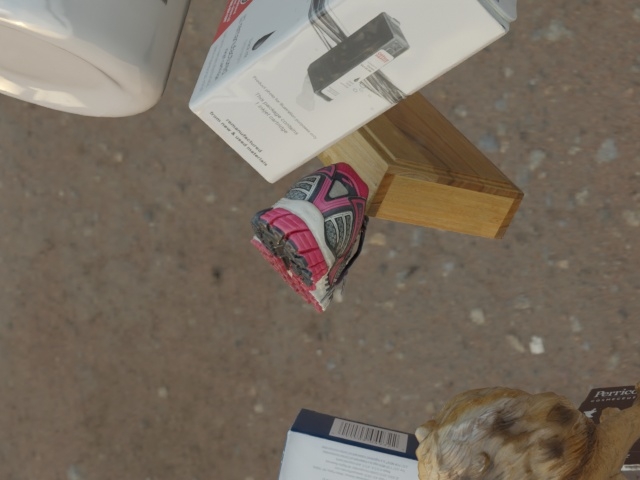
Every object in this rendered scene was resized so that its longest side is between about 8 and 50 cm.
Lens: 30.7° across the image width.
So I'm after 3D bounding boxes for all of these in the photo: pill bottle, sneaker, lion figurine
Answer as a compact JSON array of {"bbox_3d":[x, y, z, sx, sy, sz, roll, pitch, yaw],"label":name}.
[{"bbox_3d":[-0.101,-0.181,0.506,0.131,0.131,0.229,5,75,43],"label":"pill bottle"},{"bbox_3d":[0.000,0.000,1.294,0.112,0.299,0.121,-43,87,-9],"label":"sneaker"},{"bbox_3d":[0.272,0.287,1.098,0.392,0.240,0.142,54,146,11],"label":"lion figurine"}]

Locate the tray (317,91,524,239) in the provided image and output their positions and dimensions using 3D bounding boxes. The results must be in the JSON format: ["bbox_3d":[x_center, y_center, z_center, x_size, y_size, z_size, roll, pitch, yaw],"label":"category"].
[{"bbox_3d":[0.068,-0.152,1.492,0.076,0.202,0.411,-65,35,24],"label":"tray"}]

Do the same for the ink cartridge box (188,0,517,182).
[{"bbox_3d":[0.032,-0.203,1.026,0.273,0.114,0.197,-30,31,32],"label":"ink cartridge box"}]

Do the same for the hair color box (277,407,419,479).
[{"bbox_3d":[0.019,0.379,1.292,0.173,0.105,0.347,13,97,6],"label":"hair color box"}]

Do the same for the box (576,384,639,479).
[{"bbox_3d":[0.382,0.286,1.367,0.168,0.203,0.167,-10,105,35],"label":"box"}]
